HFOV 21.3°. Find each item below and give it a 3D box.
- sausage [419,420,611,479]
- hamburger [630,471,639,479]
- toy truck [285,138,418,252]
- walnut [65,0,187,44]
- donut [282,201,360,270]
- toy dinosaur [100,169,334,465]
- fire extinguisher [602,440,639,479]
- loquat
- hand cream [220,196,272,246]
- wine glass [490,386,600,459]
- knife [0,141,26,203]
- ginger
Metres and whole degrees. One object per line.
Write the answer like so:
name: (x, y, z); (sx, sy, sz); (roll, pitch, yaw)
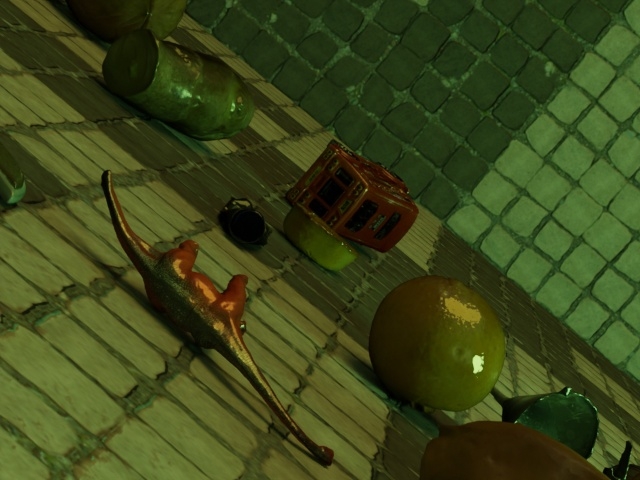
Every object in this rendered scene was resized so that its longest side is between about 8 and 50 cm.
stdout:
sausage: (0.192, 0.248, 1.174); (0.354, 0.134, 0.116); (48, -9, 43)
hamburger: (0.342, 0.294, 1.401); (0.246, 0.170, 0.246); (14, -26, 7)
toy truck: (0.055, -0.052, 2.383); (0.114, 0.107, 0.252); (44, 10, 24)
walnut: (-0.276, -0.354, 2.375); (0.167, 0.167, 0.207); (33, 8, -41)
donut: (0.000, 0.000, 2.044); (0.097, 0.043, 0.108); (43, 7, 32)
toy dinosaur: (-0.079, 0.058, 1.284); (0.279, 0.055, 0.101); (42, 17, 7)
fire extinguisher: (0.303, 0.261, 1.765); (0.252, 0.075, 0.106); (12, 68, -73)
loquat: (0.113, 0.102, 1.656); (0.141, 0.141, 0.141); (39, 7, -6)
hand cream: (-0.078, -0.019, 1.827); (0.062, 0.039, 0.163); (37, 2, -3)
wine glass: (0.190, 0.162, 1.745); (0.122, 0.122, 0.183); (34, 8, -37)
knife: (-0.308, -0.126, 1.343); (0.343, 0.027, 0.061); (49, 8, 37)
ginger: (-0.164, -0.187, 2.110); (0.263, 0.109, 0.116); (24, 33, -61)
